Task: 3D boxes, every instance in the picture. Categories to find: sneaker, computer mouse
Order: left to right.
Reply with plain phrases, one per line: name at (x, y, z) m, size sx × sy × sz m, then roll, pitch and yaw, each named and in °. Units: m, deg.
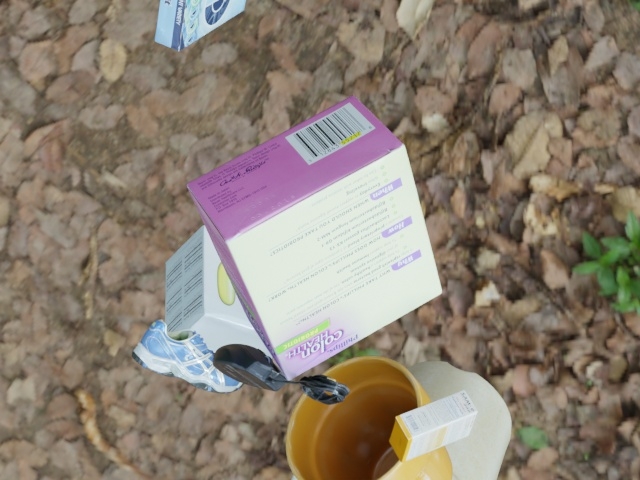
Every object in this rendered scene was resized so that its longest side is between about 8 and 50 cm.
sneaker at (-0.210, 0.199, 1.836) m, size 0.211 × 0.080 × 0.081 m, roll 23°, pitch 93°, yaw -32°
computer mouse at (-0.046, 0.151, 1.265) m, size 0.242 × 0.041 × 0.071 m, roll 5°, pitch 151°, yaw 50°

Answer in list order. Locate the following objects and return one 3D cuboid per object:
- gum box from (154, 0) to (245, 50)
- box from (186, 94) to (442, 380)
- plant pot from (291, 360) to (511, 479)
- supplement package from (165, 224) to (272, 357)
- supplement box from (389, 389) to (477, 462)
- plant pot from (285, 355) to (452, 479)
gum box at (-0.145, -0.353, 1.423) m, size 0.041 × 0.184 × 0.157 m, roll 24°, pitch 126°, yaw 12°
box at (0.000, 0.000, 1.217) m, size 0.213 × 0.117 × 0.243 m, roll -29°, pitch 134°, yaw -9°
plant pot at (0.166, 0.378, 1.813) m, size 0.334 × 0.305 × 0.334 m, roll 17°, pitch 130°, yaw 22°
supplement package at (-0.176, 0.116, 2.052) m, size 0.194 × 0.203 × 0.149 m, roll 20°, pitch 137°, yaw -30°
supplement box at (0.138, 0.227, 1.326) m, size 0.098 × 0.036 × 0.062 m, roll -17°, pitch 145°, yaw -20°
plant pot at (0.086, 0.292, 1.494) m, size 0.205 × 0.205 × 0.188 m, roll -23°, pitch 136°, yaw 19°
